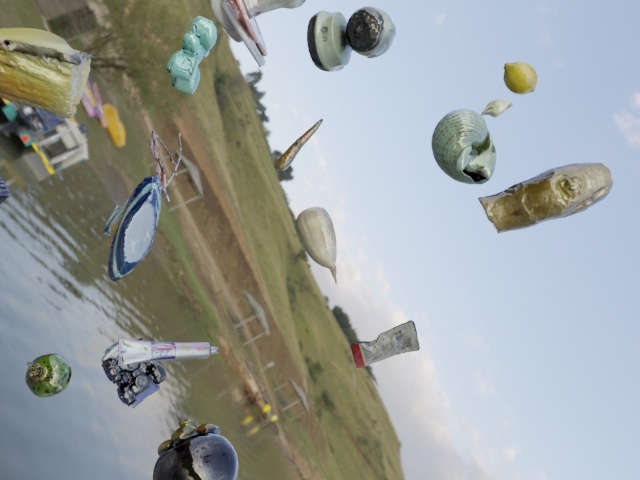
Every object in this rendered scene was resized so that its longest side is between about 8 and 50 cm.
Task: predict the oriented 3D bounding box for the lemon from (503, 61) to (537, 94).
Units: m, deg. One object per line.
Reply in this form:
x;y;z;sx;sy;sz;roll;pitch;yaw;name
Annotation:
0.411;-0.336;1.110;0.083;0.062;0.062;47;-12;2;lemon

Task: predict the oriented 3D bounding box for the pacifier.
-0.182;-0.639;1.466;0.221;0.273;0.332;33;6;0;pacifier

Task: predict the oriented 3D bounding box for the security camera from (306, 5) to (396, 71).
0.113;-0.673;1.777;0.191;0.278;0.196;-12;101;-66;security camera

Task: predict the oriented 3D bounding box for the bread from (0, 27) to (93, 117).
-0.589;-0.351;1.096;0.205;0.162;0.262;18;12;-19;bread

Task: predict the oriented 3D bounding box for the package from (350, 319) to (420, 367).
0.227;0.369;1.876;0.030;0.240;0.154;-115;-174;-51;package

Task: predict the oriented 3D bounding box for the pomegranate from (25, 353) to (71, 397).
-0.765;0.371;1.493;0.122;0.122;0.161;57;-10;22;pomegranate

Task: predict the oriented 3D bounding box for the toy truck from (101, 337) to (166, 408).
-0.627;0.429;1.765;0.177;0.161;0.213;-8;-70;49;toy truck

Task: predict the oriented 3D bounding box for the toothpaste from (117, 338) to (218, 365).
-0.254;0.187;0.908;0.028;0.170;0.045;-31;-121;51;toothpaste

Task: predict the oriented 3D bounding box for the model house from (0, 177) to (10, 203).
-0.858;-0.101;1.258;0.194;0.212;0.170;-8;109;-65;model house

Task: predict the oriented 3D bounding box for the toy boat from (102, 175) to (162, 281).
-0.397;-0.031;1.107;0.067;0.220;0.291;23;-7;-29;toy boat

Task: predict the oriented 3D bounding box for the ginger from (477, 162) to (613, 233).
0.464;-0.091;1.104;0.116;0.263;0.109;-92;161;-56;ginger

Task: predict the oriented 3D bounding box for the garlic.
0.003;0.005;1.349;0.128;0.091;0.198;70;-5;-69;garlic

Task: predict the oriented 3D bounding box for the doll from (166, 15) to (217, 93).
-0.265;-0.391;1.126;0.059;0.158;0.159;21;1;-7;doll

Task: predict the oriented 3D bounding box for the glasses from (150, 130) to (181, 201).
-0.512;-0.262;1.793;0.162;0.096;0.255;127;-47;-56;glasses

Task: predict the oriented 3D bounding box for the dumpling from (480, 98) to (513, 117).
0.457;-0.341;1.404;0.043;0.077;0.059;52;4;14;dumpling

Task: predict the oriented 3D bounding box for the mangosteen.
-0.419;0.731;1.784;0.275;0.275;0.302;76;-11;-52;mangosteen

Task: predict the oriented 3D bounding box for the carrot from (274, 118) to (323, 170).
-0.073;-0.341;1.906;0.049;0.254;0.049;39;-9;8;carrot

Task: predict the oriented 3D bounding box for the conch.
0.339;-0.222;1.320;0.131;0.199;0.172;4;-39;44;conch
